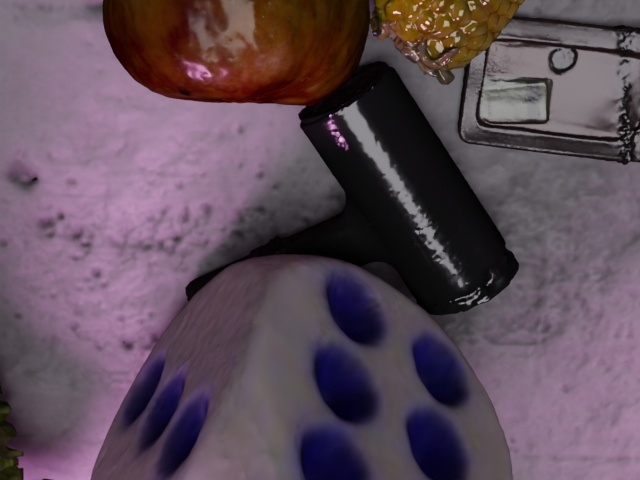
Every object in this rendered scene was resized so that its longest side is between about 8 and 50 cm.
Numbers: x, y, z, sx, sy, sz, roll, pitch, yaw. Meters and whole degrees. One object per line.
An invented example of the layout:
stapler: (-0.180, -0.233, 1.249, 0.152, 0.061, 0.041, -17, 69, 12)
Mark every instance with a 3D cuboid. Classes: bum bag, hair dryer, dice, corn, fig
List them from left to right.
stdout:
fig: (-0.029, -0.220, 0.775, 0.191, 0.190, 0.290, 27, 91, -11)
dice: (-0.021, 0.185, 0.841, 0.243, 0.259, 0.251, 32, 127, -16)
hair dryer: (0.000, 0.000, 0.901, 0.251, 0.089, 0.197, -28, 109, 16)
corn: (0.144, -0.255, 0.793, 0.106, 0.106, 0.305, 33, 104, -13)
bum bag: (0.190, -0.119, 0.890, 0.159, 0.026, 0.109, 7, 110, 2)

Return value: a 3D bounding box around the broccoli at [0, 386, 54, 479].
broccoli: (-0.356, 0.133, 0.790, 0.353, 0.397, 0.275, 10, 85, -1)
